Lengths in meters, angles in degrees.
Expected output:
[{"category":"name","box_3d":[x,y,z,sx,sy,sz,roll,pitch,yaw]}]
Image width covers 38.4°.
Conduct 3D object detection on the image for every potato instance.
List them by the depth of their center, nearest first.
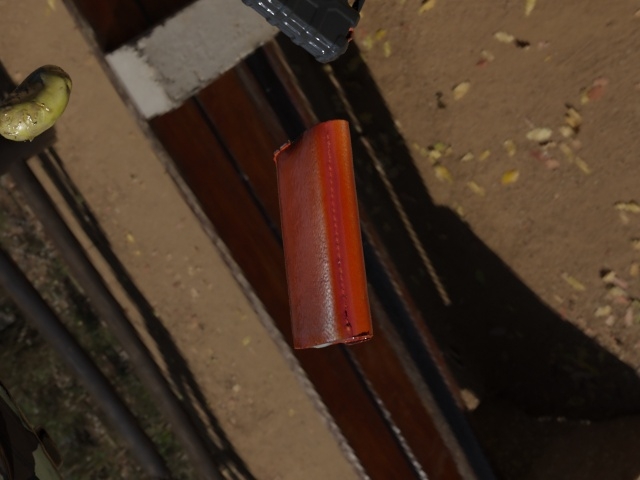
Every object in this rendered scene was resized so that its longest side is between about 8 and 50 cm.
[{"category":"potato","box_3d":[-0.432,-0.205,1.387,0.091,0.138,0.070,21,150,39]}]

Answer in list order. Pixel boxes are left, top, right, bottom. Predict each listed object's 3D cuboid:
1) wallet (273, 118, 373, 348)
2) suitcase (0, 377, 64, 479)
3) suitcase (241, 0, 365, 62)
[{"category":"wallet","box_3d":[0.000,0.000,0.883,0.142,0.045,0.204,155,111,-64]},{"category":"suitcase","box_3d":[-0.392,0.186,0.670,0.194,0.339,0.352,-13,112,34]},{"category":"suitcase","box_3d":[0.000,-0.466,1.549,0.206,0.286,0.066,33,157,-25]}]
